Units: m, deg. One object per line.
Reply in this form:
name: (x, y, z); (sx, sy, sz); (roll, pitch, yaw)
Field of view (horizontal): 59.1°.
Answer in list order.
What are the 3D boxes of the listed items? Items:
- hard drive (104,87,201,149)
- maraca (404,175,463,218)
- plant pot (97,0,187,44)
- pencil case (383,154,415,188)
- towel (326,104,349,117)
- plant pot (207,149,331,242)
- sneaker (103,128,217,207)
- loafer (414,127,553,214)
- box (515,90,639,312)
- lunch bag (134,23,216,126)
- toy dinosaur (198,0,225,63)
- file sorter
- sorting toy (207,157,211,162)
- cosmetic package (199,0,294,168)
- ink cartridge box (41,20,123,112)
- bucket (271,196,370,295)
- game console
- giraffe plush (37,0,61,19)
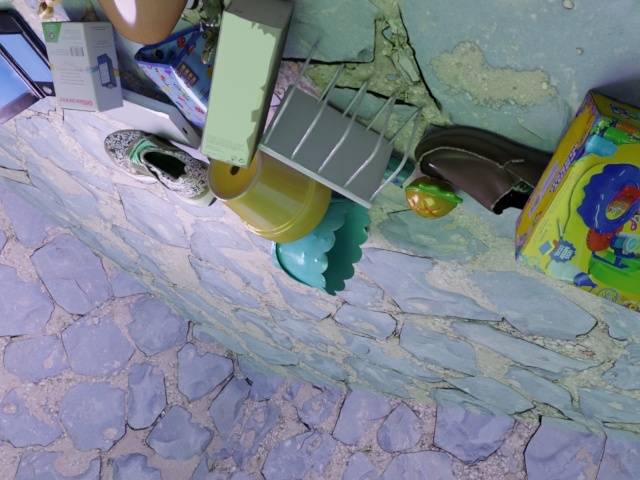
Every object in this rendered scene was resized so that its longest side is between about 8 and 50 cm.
hard drive: (-0.502, -0.355, 1.572); (0.308, 0.040, 0.203); (21, 168, 15)
maraca: (0.264, -0.104, 1.323); (0.127, 0.099, 0.186); (18, 176, -4)
plant pot: (-0.332, -0.496, 1.040); (0.237, 0.237, 0.254); (28, 155, -2)
pencil case: (0.145, -0.185, 1.346); (0.152, 0.070, 0.064); (28, 114, -1)
towel: (0.037, -0.282, 1.331); (0.060, 0.009, 0.083); (21, 152, 9)
plant pot: (-0.139, -0.141, 1.387); (0.254, 0.253, 0.239); (6, 170, 34)
sneaker: (-0.474, -0.242, 1.616); (0.410, 0.158, 0.182); (24, 172, 19)
loafer: (0.365, -0.131, 1.178); (0.366, 0.130, 0.133); (17, 151, 18)
box: (0.536, -0.061, 0.984); (0.279, 0.177, 0.289); (22, 122, 7)
lunch bag: (-0.323, -0.376, 1.374); (0.293, 0.138, 0.221); (11, 153, 46)
toy dinosaur: (-0.218, -0.488, 1.097); (0.118, 0.064, 0.268); (38, 133, 52)
file sorter: (0.048, -0.239, 1.185); (0.278, 0.192, 0.173); (28, 148, -11)
sorting toy: (-0.252, -0.216, 1.655); (0.132, 0.046, 0.274); (14, 151, 22)
cosmetic package: (-0.151, -0.321, 1.137); (0.113, 0.160, 0.309); (17, 130, -5)
ink cartridge box: (-0.595, -0.438, 1.418); (0.154, 0.093, 0.212); (11, 115, 26)
bucket: (0.000, 0.000, 1.586); (0.183, 0.281, 0.281); (19, 152, 22)
game console: (-0.904, -0.483, 1.618); (0.250, 0.173, 0.293); (10, 149, 29)
giraffe plush: (-0.544, -0.551, 1.160); (0.210, 0.170, 0.181); (24, 155, 27)
